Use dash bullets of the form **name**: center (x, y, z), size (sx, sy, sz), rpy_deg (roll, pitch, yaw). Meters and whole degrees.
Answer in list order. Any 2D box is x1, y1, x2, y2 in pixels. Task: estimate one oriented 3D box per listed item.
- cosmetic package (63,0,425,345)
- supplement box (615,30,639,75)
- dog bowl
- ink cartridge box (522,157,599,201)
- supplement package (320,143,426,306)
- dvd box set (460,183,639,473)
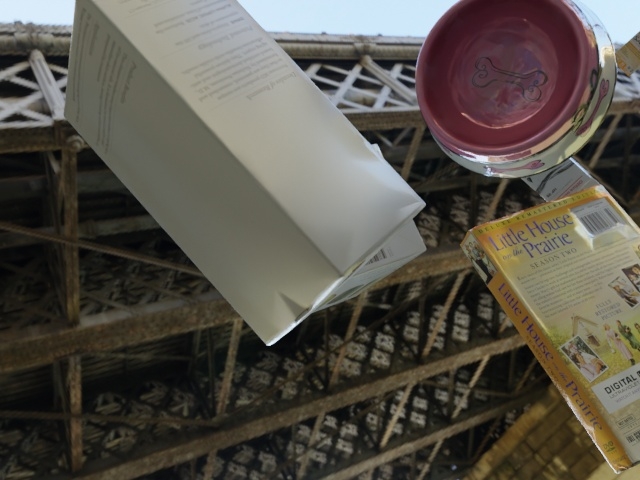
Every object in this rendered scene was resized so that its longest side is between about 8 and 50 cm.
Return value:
- **cosmetic package**: center (-0.100, -0.094, 0.683), size (0.156, 0.385, 0.217), rpy_deg (-41, -2, -36)
- **supplement box**: center (0.715, -0.427, 1.369), size (0.036, 0.062, 0.098), rpy_deg (-28, -15, -46)
- **dog bowl**: center (0.378, -0.335, 1.253), size (0.407, 0.408, 0.150), rpy_deg (-56, -23, 19)
- **ink cartridge box**: center (0.538, -0.146, 1.392), size (0.104, 0.180, 0.060), rpy_deg (-49, -1, 24)
- **supplement package**: center (0.000, 0.000, 1.032), size (0.200, 0.197, 0.263), rpy_deg (-17, -13, -28)
- **dvd box set**: center (0.466, 0.115, 0.991), size (0.308, 0.420, 0.062), rpy_deg (-18, -29, -22)
